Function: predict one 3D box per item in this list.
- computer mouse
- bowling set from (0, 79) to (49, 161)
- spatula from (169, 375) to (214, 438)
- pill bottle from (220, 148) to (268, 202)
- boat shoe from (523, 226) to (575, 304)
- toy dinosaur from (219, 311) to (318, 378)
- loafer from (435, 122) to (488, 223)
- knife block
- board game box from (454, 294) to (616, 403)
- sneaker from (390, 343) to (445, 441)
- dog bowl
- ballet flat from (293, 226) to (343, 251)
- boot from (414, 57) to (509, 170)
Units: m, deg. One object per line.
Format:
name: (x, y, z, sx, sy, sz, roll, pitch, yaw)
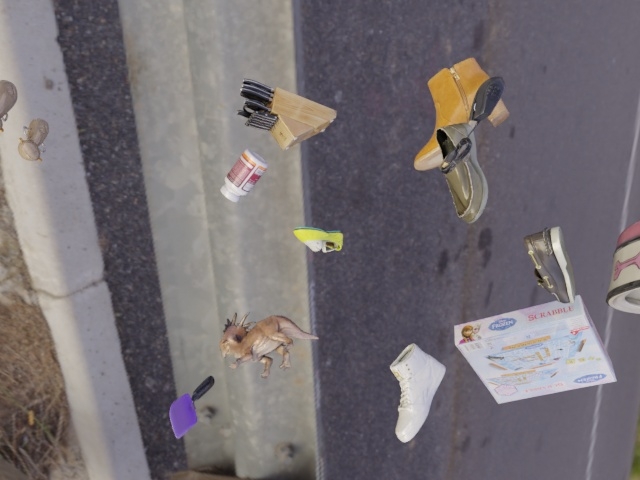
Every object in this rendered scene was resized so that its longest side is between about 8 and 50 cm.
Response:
computer mouse: (0.303, -0.240, 1.357, 0.041, 0.071, 0.242, 36, 75, -16)
bowling set: (-0.727, -0.258, 1.394, 0.154, 0.200, 0.287, -96, 160, -47)
spatula: (-0.318, 0.403, 1.700, 0.296, 0.030, 0.084, -55, 130, -80)
pill bottle: (-0.233, -0.194, 2.020, 0.152, 0.086, 0.086, -50, 147, 13)
boat shoe: (0.452, 0.054, 1.309, 0.227, 0.069, 0.081, 55, 34, -44)
toy dinosaur: (-0.166, 0.270, 1.891, 0.296, 0.200, 0.127, -22, 136, 3)
loafer: (0.302, -0.152, 1.486, 0.087, 0.094, 0.251, 5, 60, -19)
knife block: (-0.118, -0.417, 2.078, 0.276, 0.088, 0.242, -32, 87, -34)
board game box: (0.551, 0.289, 1.711, 0.318, 0.319, 0.066, 52, 32, -38)
sneaker: (0.268, 0.469, 2.105, 0.169, 0.108, 0.292, 40, 57, -15)
dog bowl: (0.800, 0.046, 1.371, 0.408, 0.408, 0.150, 26, 61, -55)
ballet flat: (0.000, 0.000, 2.229, 0.231, 0.077, 0.077, 6, 78, -52)
boot: (0.338, -0.343, 1.805, 0.295, 0.211, 0.104, -34, 156, 10)
